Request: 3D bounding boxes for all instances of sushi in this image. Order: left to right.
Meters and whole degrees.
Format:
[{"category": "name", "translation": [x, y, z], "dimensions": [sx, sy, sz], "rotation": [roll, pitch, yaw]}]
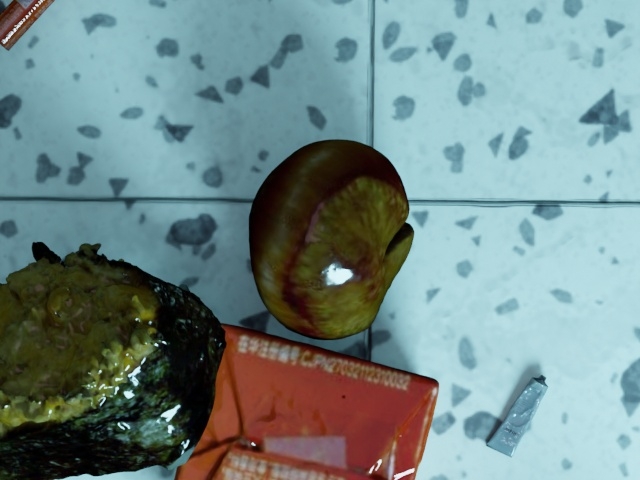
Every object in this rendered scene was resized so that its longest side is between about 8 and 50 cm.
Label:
[{"category": "sushi", "translation": [-0.270, 0.112, 1.787], "dimensions": [0.348, 0.207, 0.234], "rotation": [-16, 59, 23]}]

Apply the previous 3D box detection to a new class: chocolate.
[{"category": "chocolate", "translation": [-0.017, 0.222, 1.841], "dimensions": [0.237, 0.108, 0.235], "rotation": [14, 90, 6]}]

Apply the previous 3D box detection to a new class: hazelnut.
[{"category": "hazelnut", "translation": [0.000, 0.000, 1.822], "dimensions": [0.178, 0.178, 0.204], "rotation": [4, 119, 5]}]

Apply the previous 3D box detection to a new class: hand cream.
[{"category": "hand cream", "translation": [0.206, 0.180, 1.868], "dimensions": [0.030, 0.019, 0.093], "rotation": [30, 93, 6]}]

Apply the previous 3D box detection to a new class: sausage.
[{"category": "sausage", "translation": [-0.299, -0.258, 1.914], "dimensions": [0.034, 0.034, 0.129], "rotation": [43, 91, 5]}]
